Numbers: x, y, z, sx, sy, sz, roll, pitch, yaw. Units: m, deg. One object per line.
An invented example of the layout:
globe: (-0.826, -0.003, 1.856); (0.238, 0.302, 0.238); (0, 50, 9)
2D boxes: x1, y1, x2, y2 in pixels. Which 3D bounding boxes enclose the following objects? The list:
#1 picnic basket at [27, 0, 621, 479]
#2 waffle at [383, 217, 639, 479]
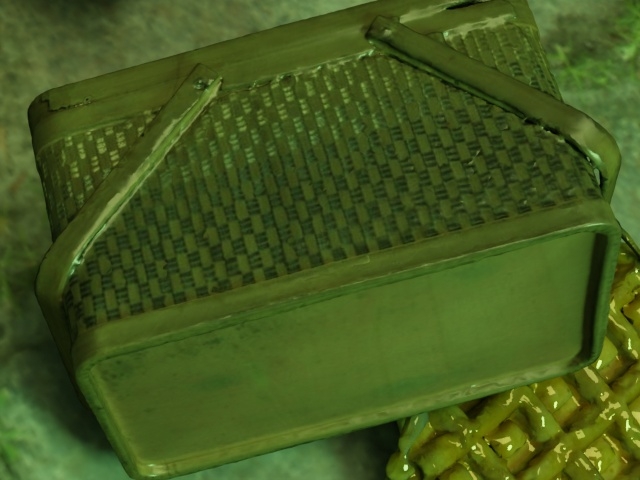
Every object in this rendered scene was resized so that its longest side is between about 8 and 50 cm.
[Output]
picnic basket: (0.000, 0.000, 0.756); (0.267, 0.165, 0.139); (-15, 61, -2)
waffle: (0.153, 0.123, 0.866); (0.262, 0.060, 0.280); (14, 61, -19)
